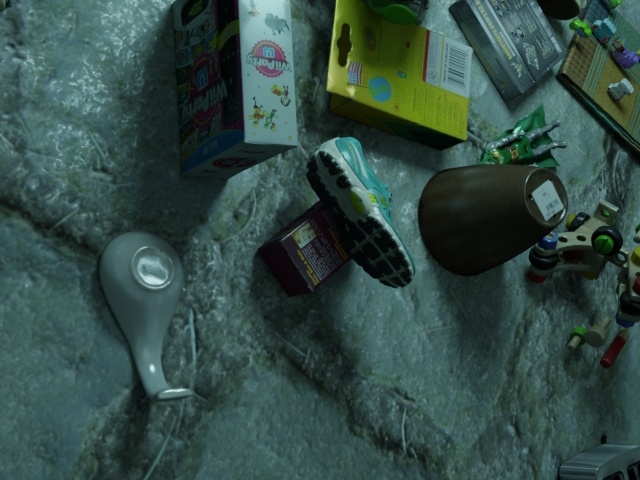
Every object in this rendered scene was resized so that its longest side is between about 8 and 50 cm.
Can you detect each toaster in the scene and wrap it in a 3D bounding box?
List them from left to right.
[{"bbox_3d":[0.566,0.489,1.869,0.168,0.110,0.186,-12,87,-35],"label":"toaster"}]

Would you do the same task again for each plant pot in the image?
[{"bbox_3d":[0.337,-0.055,1.759,0.215,0.230,0.215,7,77,-32],"label":"plant pot"}]

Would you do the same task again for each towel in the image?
[{"bbox_3d":[0.703,-0.357,2.171,0.370,0.040,0.271,37,62,-19],"label":"towel"}]

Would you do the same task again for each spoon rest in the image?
[{"bbox_3d":[-0.260,0.115,1.447,0.137,0.084,0.276,0,67,-34],"label":"spoon rest"}]

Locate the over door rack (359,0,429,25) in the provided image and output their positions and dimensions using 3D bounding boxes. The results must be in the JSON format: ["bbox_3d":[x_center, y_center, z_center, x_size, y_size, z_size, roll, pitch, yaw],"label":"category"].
[{"bbox_3d":[0.121,-0.594,1.785,0.239,0.108,0.324,12,95,-30],"label":"over door rack"}]

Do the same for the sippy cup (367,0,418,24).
[{"bbox_3d":[0.201,-0.538,1.650,0.240,0.224,0.305,-14,106,-26],"label":"sippy cup"}]

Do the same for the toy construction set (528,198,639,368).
[{"bbox_3d":[0.583,0.066,1.922,0.237,0.257,0.309,-38,122,-45],"label":"toy construction set"}]

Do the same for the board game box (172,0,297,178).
[{"bbox_3d":[-0.139,-0.269,1.502,0.097,0.224,0.303,1,79,-33],"label":"board game box"}]

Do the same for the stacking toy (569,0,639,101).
[{"bbox_3d":[0.650,-0.437,2.107,0.221,0.052,0.167,50,58,-10],"label":"stacking toy"}]

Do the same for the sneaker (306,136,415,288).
[{"bbox_3d":[0.088,-0.050,1.582,0.110,0.107,0.275,-35,100,-42],"label":"sneaker"}]

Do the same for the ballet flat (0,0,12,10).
[{"bbox_3d":[-0.466,-0.462,1.381,0.086,0.086,0.248,11,97,-30],"label":"ballet flat"}]

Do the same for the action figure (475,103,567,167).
[{"bbox_3d":[0.402,-0.181,1.931,0.232,0.063,0.137,-25,97,-30],"label":"action figure"}]

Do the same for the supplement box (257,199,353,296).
[{"bbox_3d":[0.000,0.000,1.622,0.188,0.081,0.104,-39,102,-33],"label":"supplement box"}]

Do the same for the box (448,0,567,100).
[{"bbox_3d":[0.393,-0.434,1.974,0.183,0.056,0.231,-41,103,-31],"label":"box"}]

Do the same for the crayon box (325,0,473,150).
[{"bbox_3d":[0.134,-0.310,1.769,0.318,0.081,0.202,16,72,-30],"label":"crayon box"}]

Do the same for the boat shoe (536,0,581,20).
[{"bbox_3d":[0.450,-0.595,2.016,0.302,0.109,0.098,39,62,-13],"label":"boat shoe"}]
